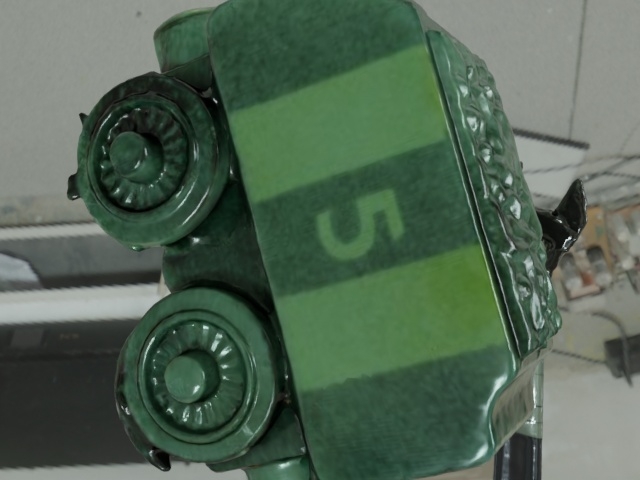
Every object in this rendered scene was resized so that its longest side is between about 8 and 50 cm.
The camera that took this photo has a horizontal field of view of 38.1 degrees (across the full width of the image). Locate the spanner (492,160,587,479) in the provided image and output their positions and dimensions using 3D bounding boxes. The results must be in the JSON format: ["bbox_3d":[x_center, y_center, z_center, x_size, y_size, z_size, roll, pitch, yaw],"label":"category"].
[{"bbox_3d":[0.165,0.095,0.739,0.087,0.024,0.315,3,100,25],"label":"spanner"}]

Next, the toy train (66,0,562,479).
[{"bbox_3d":[0.000,0.000,0.523,0.238,0.167,0.299,-16,85,22],"label":"toy train"}]
